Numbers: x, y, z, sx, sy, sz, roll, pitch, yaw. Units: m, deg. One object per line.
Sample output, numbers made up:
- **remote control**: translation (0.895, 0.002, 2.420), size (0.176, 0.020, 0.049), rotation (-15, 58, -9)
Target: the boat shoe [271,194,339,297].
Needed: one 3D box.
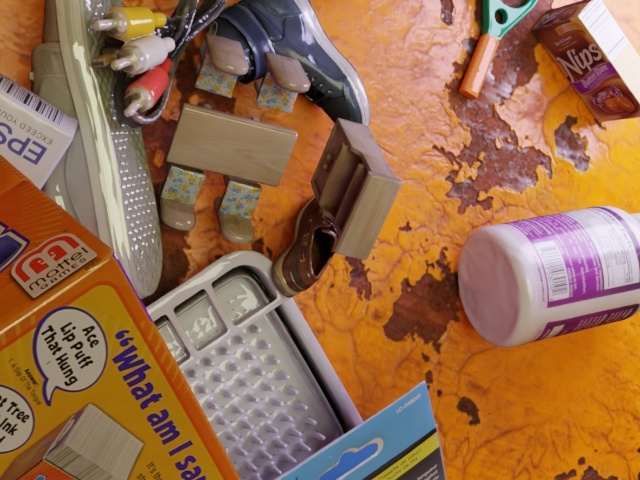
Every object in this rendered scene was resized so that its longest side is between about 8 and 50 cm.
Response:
- **boat shoe**: translation (0.000, 0.000, 1.259), size (0.064, 0.060, 0.178), rotation (52, 41, -25)

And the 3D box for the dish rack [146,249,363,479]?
- **dish rack**: translation (-0.123, 0.207, 1.238), size (0.285, 0.072, 0.332), rotation (-35, 105, -21)

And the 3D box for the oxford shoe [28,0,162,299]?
- **oxford shoe**: translation (-0.277, -0.146, 1.122), size (0.130, 0.169, 0.449), rotation (-6, 93, 12)

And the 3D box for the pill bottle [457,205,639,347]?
- **pill bottle**: translation (0.359, 0.042, 1.402), size (0.302, 0.169, 0.169), rotation (-9, 96, -24)

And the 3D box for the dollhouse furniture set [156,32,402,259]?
- **dollhouse furniture set**: translation (-0.051, -0.087, 1.157), size (0.242, 0.161, 0.212), rotation (12, 118, -21)

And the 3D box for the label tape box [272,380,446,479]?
- **label tape box**: translation (0.029, 0.335, 1.217), size (0.249, 0.115, 0.347), rotation (-30, 127, -22)

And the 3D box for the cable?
- **cable**: translation (-0.156, -0.224, 1.108), size (0.287, 0.072, 0.139), rotation (-48, 134, -48)

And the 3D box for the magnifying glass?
- **magnifying glass**: translation (0.251, -0.310, 1.421), size (0.092, 0.026, 0.231), rotation (26, 79, -24)

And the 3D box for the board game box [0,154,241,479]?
- **board game box**: translation (-0.320, 0.181, 0.857), size (0.356, 0.356, 0.356), rotation (-35, 126, -19)

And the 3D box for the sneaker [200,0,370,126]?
- **sneaker**: translation (-0.050, -0.202, 1.242), size (0.163, 0.086, 0.226), rotation (-38, 98, -29)

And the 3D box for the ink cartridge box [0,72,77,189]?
- **ink cartridge box**: translation (-0.469, -0.068, 0.995), size (0.324, 0.071, 0.330), rotation (31, 103, -21)

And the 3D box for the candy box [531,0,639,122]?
- **candy box**: translation (0.403, -0.259, 1.445), size (0.053, 0.109, 0.186), rotation (-46, 108, -17)
